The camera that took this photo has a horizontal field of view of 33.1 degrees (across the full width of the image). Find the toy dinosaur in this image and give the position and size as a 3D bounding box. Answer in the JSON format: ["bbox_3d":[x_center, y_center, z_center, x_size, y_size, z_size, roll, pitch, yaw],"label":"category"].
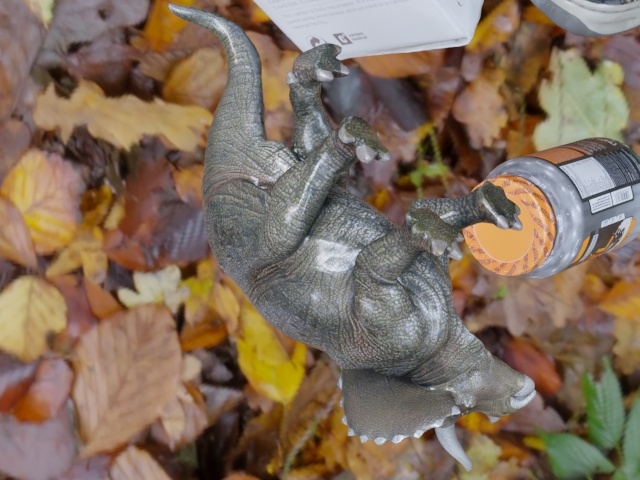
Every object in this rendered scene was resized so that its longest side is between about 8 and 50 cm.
[{"bbox_3d":[0.000,0.000,0.591,0.313,0.121,0.160,41,123,3],"label":"toy dinosaur"}]

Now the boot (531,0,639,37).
[{"bbox_3d":[0.230,-0.220,0.599,0.236,0.085,0.178,-28,155,-31],"label":"boot"}]

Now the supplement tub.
[{"bbox_3d":[0.227,-0.031,1.034,0.190,0.117,0.117,-17,111,-44],"label":"supplement tub"}]

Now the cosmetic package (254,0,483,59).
[{"bbox_3d":[-0.029,-0.316,0.680,0.385,0.156,0.217,40,63,-40],"label":"cosmetic package"}]
